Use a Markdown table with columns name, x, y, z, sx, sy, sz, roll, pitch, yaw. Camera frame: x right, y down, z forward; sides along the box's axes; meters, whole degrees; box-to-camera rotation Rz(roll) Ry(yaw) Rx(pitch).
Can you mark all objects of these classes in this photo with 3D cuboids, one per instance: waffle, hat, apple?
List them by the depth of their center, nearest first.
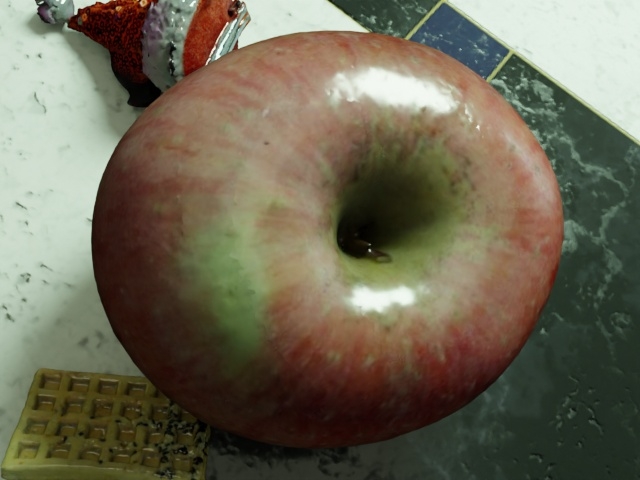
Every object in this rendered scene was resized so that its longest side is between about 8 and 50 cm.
| name | x | y | z | sx | sy | sz | roll | pitch | yaw |
| --- | --- | --- | --- | --- | --- | --- | --- | --- | --- |
| waffle | -0.161 | 0.154 | 0.522 | 0.148 | 0.042 | 0.102 | 8 | 36 | -9 |
| apple | 0.000 | 0.000 | 0.527 | 0.345 | 0.269 | 0.344 | 1 | 86 | -16 |
| hat | -0.188 | -0.202 | 0.658 | 0.228 | 0.129 | 0.140 | 15 | 89 | 14 |
